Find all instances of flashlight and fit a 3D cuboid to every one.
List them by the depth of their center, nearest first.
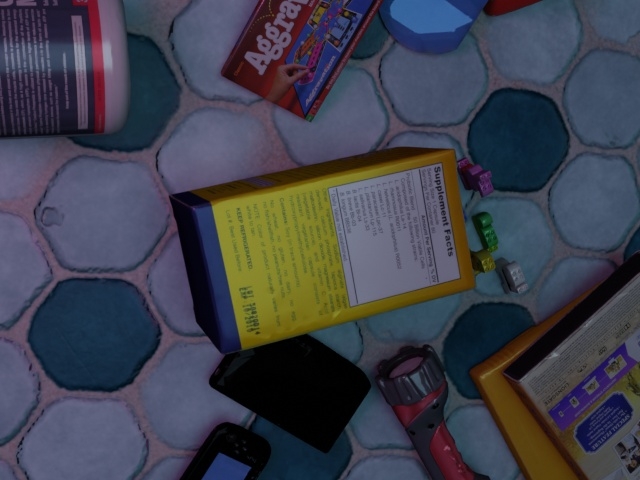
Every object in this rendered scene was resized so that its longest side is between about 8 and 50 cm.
[{"bbox_3d":[0.191,0.306,1.389,0.103,0.103,0.304,-33,104,-14],"label":"flashlight"}]

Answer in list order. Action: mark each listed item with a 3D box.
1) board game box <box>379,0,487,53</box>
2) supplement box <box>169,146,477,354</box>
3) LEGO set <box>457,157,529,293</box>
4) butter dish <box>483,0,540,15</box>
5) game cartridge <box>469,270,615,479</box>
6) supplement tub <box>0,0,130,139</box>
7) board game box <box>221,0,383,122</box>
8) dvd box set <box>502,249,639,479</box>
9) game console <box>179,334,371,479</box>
[{"bbox_3d":[0.168,-0.356,1.327,0.133,0.033,0.168,30,105,-9],"label":"board game box"},{"bbox_3d":[0.000,0.000,1.239,0.356,0.195,0.194,-13,101,-15],"label":"supplement box"},{"bbox_3d":[0.241,-0.001,1.368,0.087,0.093,0.227,-27,104,-13],"label":"LEGO set"},{"bbox_3d":[0.290,-0.428,1.317,0.118,0.160,0.160,-41,109,-33],"label":"butter dish"},{"bbox_3d":[0.434,0.241,1.488,0.324,0.053,0.285,-31,105,-9],"label":"game cartridge"},{"bbox_3d":[-0.373,-0.216,1.094,0.272,0.191,0.191,-5,98,-17],"label":"supplement tub"},{"bbox_3d":[-0.005,-0.312,1.232,0.145,0.027,0.281,25,111,-18],"label":"board game box"},{"bbox_3d":[0.519,0.270,1.459,0.307,0.062,0.420,-40,106,-8],"label":"dvd box set"},{"bbox_3d":[-0.099,0.297,1.319,0.213,0.044,0.361,34,88,-23],"label":"game console"}]
